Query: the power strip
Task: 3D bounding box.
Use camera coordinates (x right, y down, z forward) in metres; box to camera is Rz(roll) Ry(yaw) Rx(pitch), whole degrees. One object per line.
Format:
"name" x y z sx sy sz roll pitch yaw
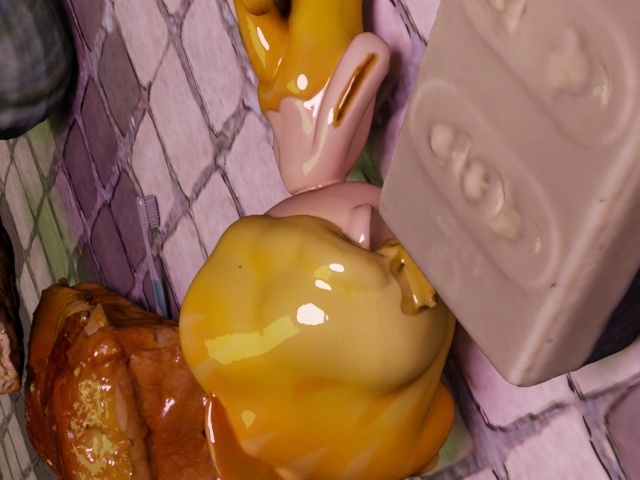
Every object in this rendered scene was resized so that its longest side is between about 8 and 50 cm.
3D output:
"power strip" 0.089 -0.062 0.379 0.105 0.070 0.257 57 149 34

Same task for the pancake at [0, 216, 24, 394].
"pancake" -0.285 0.022 0.976 0.257 0.056 0.212 164 90 -84

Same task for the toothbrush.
"toothbrush" -0.120 0.044 0.907 0.011 0.014 0.167 27 128 59

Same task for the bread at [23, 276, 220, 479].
"bread" -0.171 0.123 0.921 0.380 0.109 0.185 -174 69 -69

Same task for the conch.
"conch" -0.308 -0.171 0.973 0.220 0.277 0.195 26 118 8

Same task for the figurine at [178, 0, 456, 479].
"figurine" 0.000 0.000 0.542 0.156 0.131 0.246 152 116 -66
